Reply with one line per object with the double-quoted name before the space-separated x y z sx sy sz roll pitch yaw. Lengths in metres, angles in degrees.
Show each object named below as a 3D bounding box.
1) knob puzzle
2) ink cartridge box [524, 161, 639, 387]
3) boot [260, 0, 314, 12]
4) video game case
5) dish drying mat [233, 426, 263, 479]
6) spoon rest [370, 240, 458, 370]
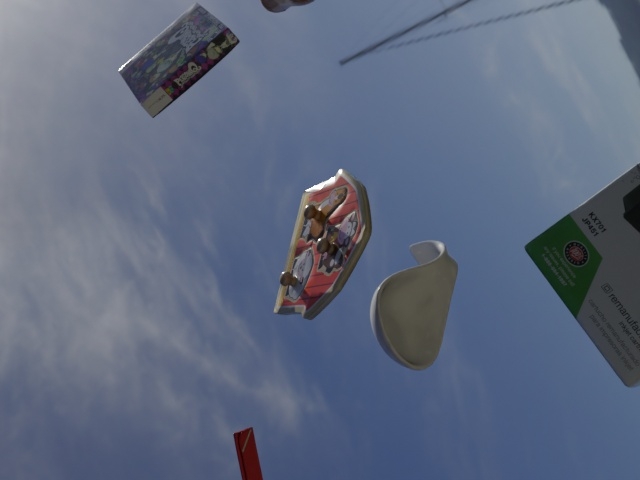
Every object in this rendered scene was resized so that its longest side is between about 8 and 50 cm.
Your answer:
"knob puzzle" 0.000 0.000 1.074 0.030 0.213 0.213 21 -136 -24
"ink cartridge box" 0.307 0.006 0.759 0.153 0.208 0.087 57 -164 20
"boot" -0.020 -0.364 0.809 0.104 0.211 0.295 1 -83 -19
"video game case" -0.270 -0.342 1.668 0.042 0.210 0.232 48 -179 -34
"dish drying mat" -0.082 0.262 1.039 0.032 0.008 0.083 -7 -97 -54
"spoon rest" 0.145 0.080 1.308 0.137 0.084 0.276 52 -147 -15
